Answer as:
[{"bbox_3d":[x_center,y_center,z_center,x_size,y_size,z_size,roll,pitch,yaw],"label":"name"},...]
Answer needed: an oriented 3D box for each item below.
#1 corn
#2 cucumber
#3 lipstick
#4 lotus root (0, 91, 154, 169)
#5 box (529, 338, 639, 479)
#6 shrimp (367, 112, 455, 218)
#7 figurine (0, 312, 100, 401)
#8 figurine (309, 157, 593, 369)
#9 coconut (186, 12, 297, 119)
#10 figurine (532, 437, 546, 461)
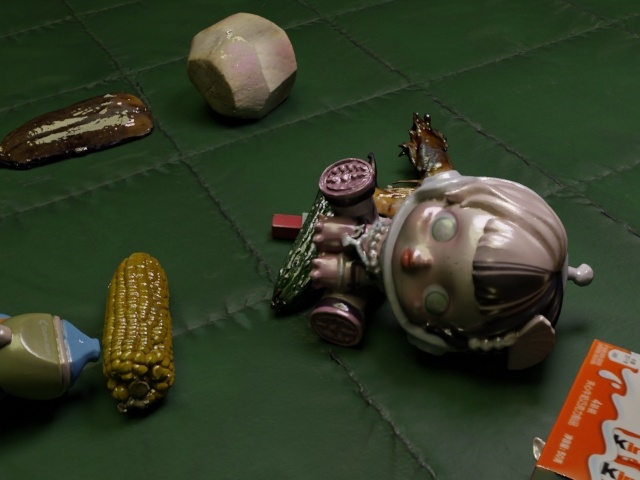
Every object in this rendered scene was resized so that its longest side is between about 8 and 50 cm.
[{"bbox_3d":[-0.261,0.112,1.368,0.102,0.102,0.313,-12,33,-6],"label":"corn"},{"bbox_3d":[0.001,0.000,1.461,0.077,0.077,0.265,9,58,25],"label":"cucumber"},{"bbox_3d":[0.056,-0.011,1.527,0.312,0.051,0.051,6,39,23],"label":"lipstick"},{"bbox_3d":[-0.509,-0.236,1.972,0.329,0.078,0.167,-19,33,-16],"label":"lotus root"},{"bbox_3d":[0.378,0.227,1.009,0.265,0.048,0.273,21,30,18],"label":"box"},{"bbox_3d":[0.144,-0.111,1.654,0.178,0.075,0.289,-12,46,-1],"label":"shrimp"},{"bbox_3d":[-0.436,0.169,1.271,0.262,0.154,0.180,5,-16,-31],"label":"figurine"},{"bbox_3d":[0.162,0.017,1.297,0.361,0.253,0.211,7,19,35],"label":"figurine"},{"bbox_3d":[-0.157,-0.364,1.980,0.236,0.197,0.237,-11,33,7],"label":"coconut"},{"bbox_3d":[0.257,0.277,1.016,0.098,0.081,0.146,-29,39,-28],"label":"figurine"}]
